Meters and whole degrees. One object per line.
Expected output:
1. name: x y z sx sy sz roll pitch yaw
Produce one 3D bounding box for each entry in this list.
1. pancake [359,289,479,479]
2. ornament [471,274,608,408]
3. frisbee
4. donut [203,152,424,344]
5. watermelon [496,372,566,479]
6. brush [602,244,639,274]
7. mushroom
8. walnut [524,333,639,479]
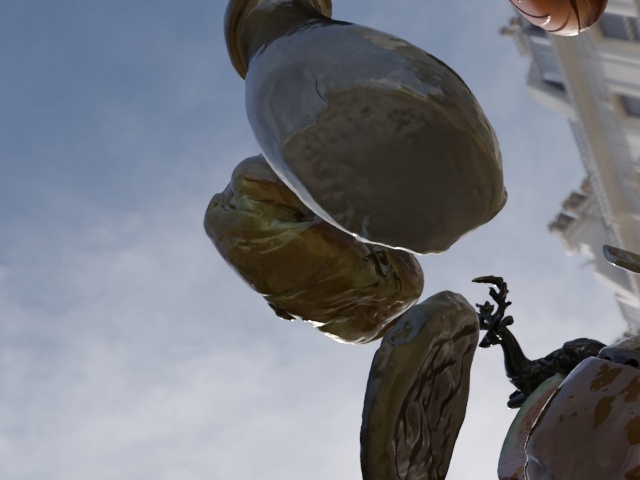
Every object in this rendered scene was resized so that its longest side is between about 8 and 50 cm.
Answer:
1. pancake: 0.119 0.190 1.194 0.294 0.049 0.294 -36 -48 -53
2. ornament: 0.348 0.147 1.709 0.236 0.202 0.080 60 -157 -9
3. frisbee: 0.250 -0.318 1.200 0.035 0.192 0.192 -36 -54 -20
4. donut: 0.000 0.000 1.549 0.360 0.360 0.170 22 -67 -42
5. watermelon: 0.381 0.377 1.540 0.188 0.175 0.322 39 -138 -30
6. brush: 0.515 0.079 1.375 0.321 0.060 0.050 19 -69 -9
7. mushroom: 0.014 -0.096 0.711 0.128 0.350 0.128 -11 -56 -17
8. walnut: 0.261 0.156 0.716 0.298 0.203 0.203 -12 -65 -38
